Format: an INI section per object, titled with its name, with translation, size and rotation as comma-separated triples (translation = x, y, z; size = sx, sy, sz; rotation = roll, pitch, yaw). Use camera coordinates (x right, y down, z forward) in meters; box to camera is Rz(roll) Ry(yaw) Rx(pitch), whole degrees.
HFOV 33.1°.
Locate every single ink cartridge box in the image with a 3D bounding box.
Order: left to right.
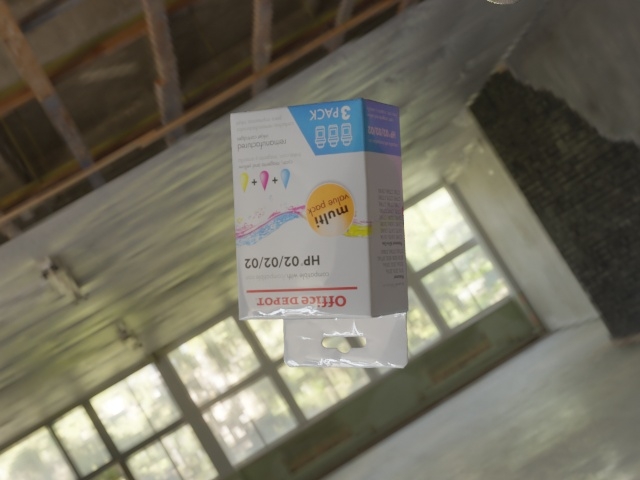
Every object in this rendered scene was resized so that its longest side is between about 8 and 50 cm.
[ink cartridge box]
translation = 0.000, 0.000, 0.738
size = 0.104, 0.181, 0.061
rotation = -4, -1, 28

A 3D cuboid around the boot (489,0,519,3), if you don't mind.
[boot]
translation = 0.072, -0.147, 0.393
size = 0.087, 0.119, 0.042
rotation = 10, 15, 41
